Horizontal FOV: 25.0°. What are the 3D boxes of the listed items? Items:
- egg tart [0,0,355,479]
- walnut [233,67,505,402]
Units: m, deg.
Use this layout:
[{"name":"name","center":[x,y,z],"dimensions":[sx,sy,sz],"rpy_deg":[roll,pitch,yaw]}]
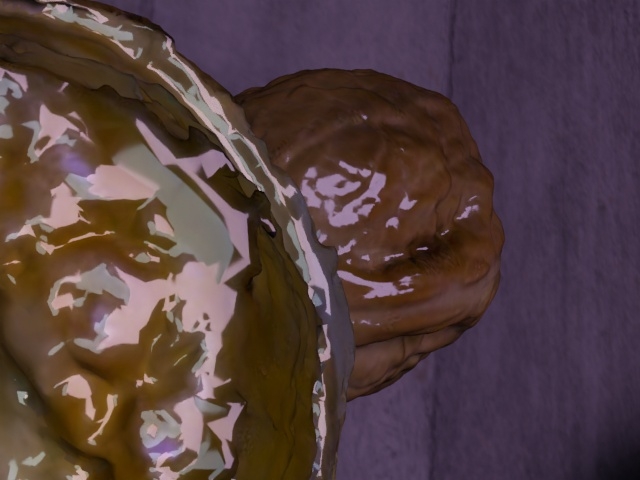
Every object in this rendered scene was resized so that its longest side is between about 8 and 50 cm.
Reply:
[{"name":"egg tart","center":[-0.115,0.042,0.481],"dimensions":[0.315,0.120,0.315],"rpy_deg":[5,77,-21]},{"name":"walnut","center":[0.000,0.000,0.663],"dimensions":[0.184,0.155,0.155],"rpy_deg":[-21,89,-47]}]
